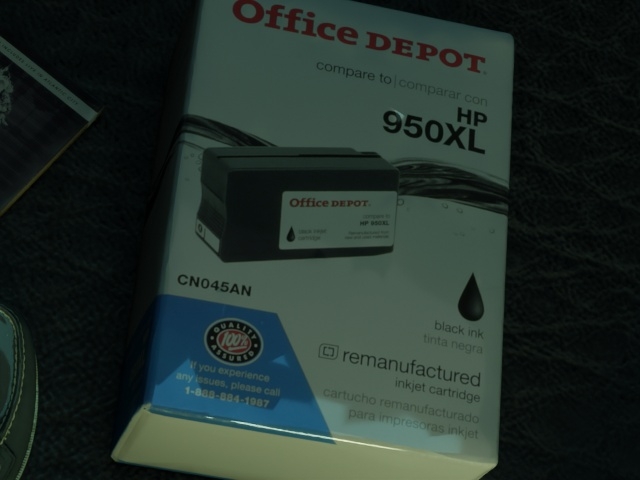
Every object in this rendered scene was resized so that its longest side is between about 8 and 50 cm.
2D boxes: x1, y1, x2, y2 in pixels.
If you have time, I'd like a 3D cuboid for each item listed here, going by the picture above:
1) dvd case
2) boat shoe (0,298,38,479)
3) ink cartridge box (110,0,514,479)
[{"bbox_3d":[-0.319,-0.091,1.376,0.164,0.018,0.221,38,64,4],"label":"dvd case"},{"bbox_3d":[-0.291,0.178,1.224,0.116,0.099,0.319,20,64,-6],"label":"boat shoe"},{"bbox_3d":[0.000,0.000,1.344,0.285,0.166,0.395,11,65,-12],"label":"ink cartridge box"}]
